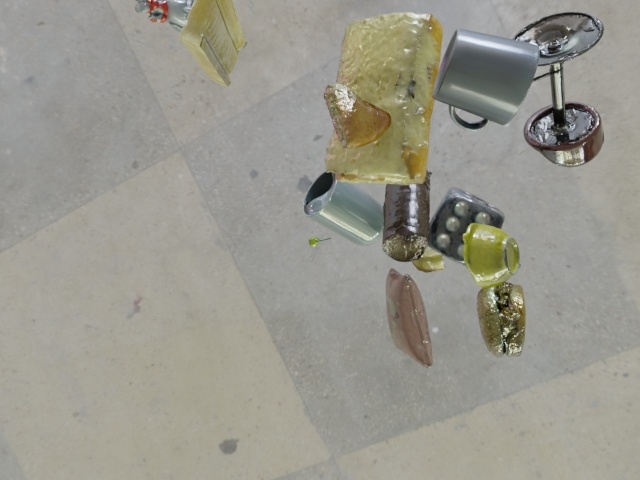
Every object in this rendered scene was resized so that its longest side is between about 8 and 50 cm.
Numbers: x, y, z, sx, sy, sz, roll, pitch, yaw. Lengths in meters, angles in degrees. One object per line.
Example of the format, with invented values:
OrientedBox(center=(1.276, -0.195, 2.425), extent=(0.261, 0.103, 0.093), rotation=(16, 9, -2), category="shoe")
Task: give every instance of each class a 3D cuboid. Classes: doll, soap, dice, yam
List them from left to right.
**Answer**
OrientedBox(center=(-0.323, -0.510, 1.031), extent=(0.079, 0.180, 0.094), rotation=(4, 96, 47), category="doll")
OrientedBox(center=(-0.159, -0.312, 0.716), extent=(0.037, 0.252, 0.092), rotation=(23, 95, -5), category="soap")
OrientedBox(center=(0.227, -0.087, 1.206), extent=(0.131, 0.280, 0.131), rotation=(6, 141, 5), category="yam")
OrientedBox(center=(0.413, -0.040, 1.342), extent=(0.181, 0.183, 0.182), rotation=(28, 108, 11), category="dice")

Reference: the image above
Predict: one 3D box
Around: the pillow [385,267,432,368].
OrientedBox(center=(0.213, 0.183, 1.151), extent=(0.084, 0.236, 0.223), rotation=(-10, 92, -5), category="pillow")

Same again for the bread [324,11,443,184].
OrientedBox(center=(0.153, -0.315, 1.072), extent=(0.236, 0.165, 0.376), rotation=(8, 87, 30), category="bread")

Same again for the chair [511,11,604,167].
OrientedBox(center=(0.691, -0.414, 1.340), extent=(0.226, 0.227, 0.401), rotation=(-24, 134, 13), category="chair")

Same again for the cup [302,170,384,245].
OrientedBox(center=(0.107, -0.114, 1.811), extent=(0.312, 0.205, 0.205), rotation=(31, 104, -28), category="cup")

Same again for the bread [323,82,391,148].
OrientedBox(center=(0.067, -0.233, 0.908), extent=(0.154, 0.136, 0.054), rotation=(24, 146, -10), category="bread")

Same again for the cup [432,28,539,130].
OrientedBox(center=(0.156, -0.154, 0.461), extent=(0.077, 0.078, 0.100), rotation=(17, 141, 2), category="cup")

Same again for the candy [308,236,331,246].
OrientedBox(center=(0.000, 0.000, 1.613), extent=(0.123, 0.035, 0.035), rotation=(-9, 106, 54), category="candy")

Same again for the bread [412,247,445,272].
OrientedBox(center=(0.396, 0.052, 1.691), extent=(0.125, 0.156, 0.086), rotation=(-1, 125, 19), category="bread")

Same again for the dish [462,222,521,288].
OrientedBox(center=(0.404, 0.033, 1.061), extent=(0.080, 0.207, 0.149), rotation=(-3, 64, 43), category="dish")

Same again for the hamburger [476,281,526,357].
OrientedBox(center=(0.490, 0.220, 1.251), extent=(0.122, 0.189, 0.215), rotation=(-4, 131, 18), category="hamburger")
